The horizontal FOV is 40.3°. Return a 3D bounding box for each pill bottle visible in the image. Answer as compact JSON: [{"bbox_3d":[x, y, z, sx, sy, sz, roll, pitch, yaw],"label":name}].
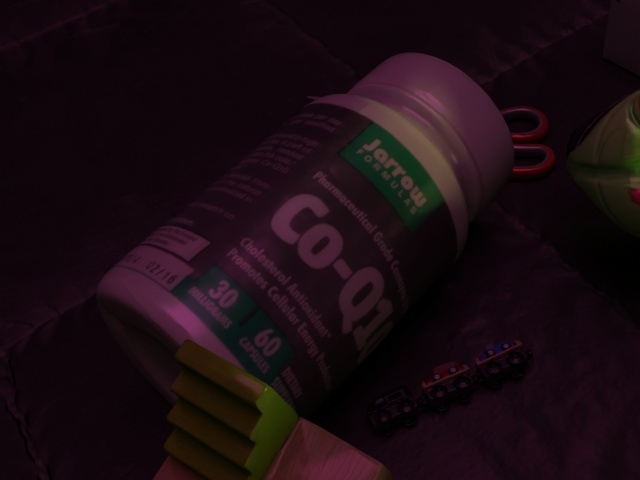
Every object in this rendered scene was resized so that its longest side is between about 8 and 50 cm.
[{"bbox_3d":[0.000,0.000,0.776,0.204,0.204,0.361,30,61,30],"label":"pill bottle"}]

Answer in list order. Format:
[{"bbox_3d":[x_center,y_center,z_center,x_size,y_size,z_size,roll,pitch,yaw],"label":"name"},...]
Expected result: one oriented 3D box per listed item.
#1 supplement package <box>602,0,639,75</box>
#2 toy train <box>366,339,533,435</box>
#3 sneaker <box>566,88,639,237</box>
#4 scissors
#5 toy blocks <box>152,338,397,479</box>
[{"bbox_3d":[0.427,-0.272,1.004,0.179,0.105,0.105,-35,54,-20],"label":"supplement package"},{"bbox_3d":[0.113,0.126,0.769,0.158,0.027,0.036,-22,39,-9],"label":"toy train"},{"bbox_3d":[0.449,-0.100,0.787,0.482,0.185,0.202,-2,10,-8],"label":"sneaker"},{"bbox_3d":[0.114,-0.122,0.982,0.297,0.021,0.109,8,53,14],"label":"scissors"},{"bbox_3d":[-0.042,0.251,0.499,0.190,0.381,0.261,25,73,26],"label":"toy blocks"}]
